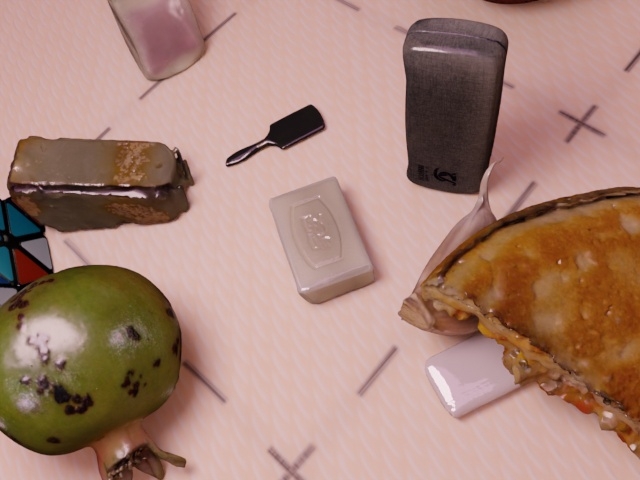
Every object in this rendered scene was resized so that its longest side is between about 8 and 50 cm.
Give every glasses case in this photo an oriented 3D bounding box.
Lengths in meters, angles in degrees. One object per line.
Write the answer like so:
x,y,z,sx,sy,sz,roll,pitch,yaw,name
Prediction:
0.188,-0.178,0.960,0.131,0.323,0.074,13,65,14,glasses case

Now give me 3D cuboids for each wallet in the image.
0.244,0.169,0.936,0.190,0.033,0.095,-28,62,-2,wallet

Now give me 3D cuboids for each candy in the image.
-0.364,-0.515,1.329,0.145,0.208,0.358,-25,59,-8,candy

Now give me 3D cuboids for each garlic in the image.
0.213,0.025,0.949,0.129,0.148,0.266,24,70,8,garlic

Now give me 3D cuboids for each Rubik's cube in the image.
-0.566,-0.020,1.101,0.285,0.234,0.249,7,65,17,Rubik's cube

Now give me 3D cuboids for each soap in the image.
0.000,0.000,1.060,0.122,0.063,0.183,-21,61,-1,soap

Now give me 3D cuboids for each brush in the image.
-0.085,-0.182,1.199,0.194,0.016,0.062,-26,60,-2,brush

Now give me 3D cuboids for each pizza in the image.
0.371,0.132,0.863,0.440,0.130,0.405,-16,74,-17,pizza

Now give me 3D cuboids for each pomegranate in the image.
-0.321,0.191,0.914,0.291,0.290,0.323,-26,61,-1,pomegranate

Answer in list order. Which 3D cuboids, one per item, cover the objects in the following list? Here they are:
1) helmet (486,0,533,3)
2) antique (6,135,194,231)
0.350,-0.540,1.165,0.385,0.230,0.337,-40,60,1,helmet
-0.369,-0.100,1.161,0.284,0.150,0.125,-1,62,3,antique
